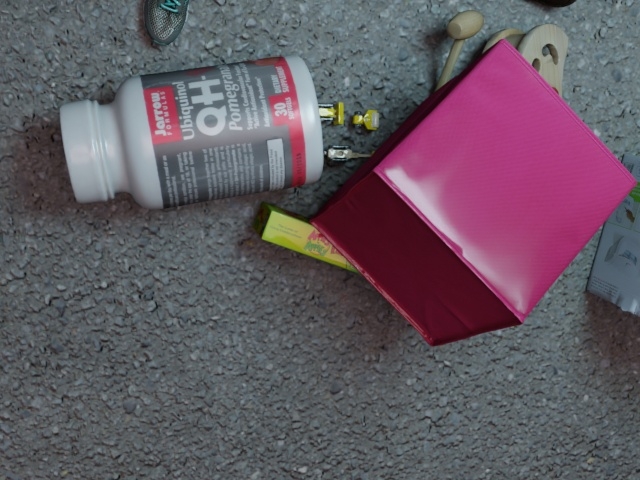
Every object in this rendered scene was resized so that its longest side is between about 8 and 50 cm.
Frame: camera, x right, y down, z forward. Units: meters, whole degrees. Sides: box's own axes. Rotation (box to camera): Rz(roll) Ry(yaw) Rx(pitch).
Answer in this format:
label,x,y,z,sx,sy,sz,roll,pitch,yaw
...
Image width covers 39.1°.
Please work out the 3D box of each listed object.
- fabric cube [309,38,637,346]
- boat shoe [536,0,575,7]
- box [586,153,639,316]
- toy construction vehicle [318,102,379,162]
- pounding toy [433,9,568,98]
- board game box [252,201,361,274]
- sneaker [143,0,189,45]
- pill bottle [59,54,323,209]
label,x,y,z,sx,sy,sz,roll,pitch,yaw
fabric cube,0.188,-0.049,1.172,0.254,0.259,0.258,45,68,-5
boat shoe,0.257,-0.421,1.267,0.257,0.095,0.095,20,82,-21
box,0.525,0.007,1.310,0.127,0.262,0.231,11,97,-14
toy construction vehicle,0.035,-0.154,1.296,0.098,0.035,0.086,-2,90,-14
pounding toy,0.267,-0.223,1.311,0.154,0.155,0.269,-39,118,-32
board game box,0.000,0.000,1.284,0.181,0.092,0.043,20,96,-15
sneaker,-0.193,-0.340,1.186,0.065,0.076,0.166,14,98,-13
pill bottle,-0.167,-0.136,1.179,0.318,0.176,0.176,-10,103,-10
